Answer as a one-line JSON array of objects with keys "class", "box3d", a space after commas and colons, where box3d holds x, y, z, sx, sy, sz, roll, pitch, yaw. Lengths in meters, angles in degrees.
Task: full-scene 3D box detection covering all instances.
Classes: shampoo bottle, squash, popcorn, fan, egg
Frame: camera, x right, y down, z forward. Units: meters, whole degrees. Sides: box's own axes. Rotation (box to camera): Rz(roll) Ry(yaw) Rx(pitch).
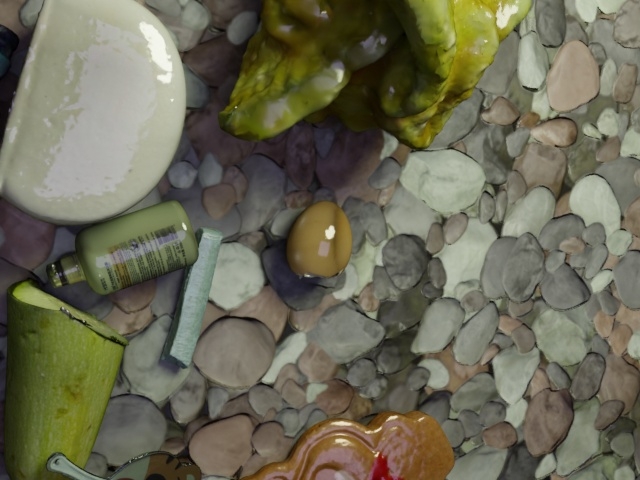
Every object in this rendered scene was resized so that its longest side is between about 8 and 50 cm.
[{"class": "shampoo bottle", "box3d": [-0.222, 0.014, 0.913, 0.162, 0.079, 0.079, -20, 102, -16]}, {"class": "squash", "box3d": [-0.279, 0.193, 0.898, 0.137, 0.137, 0.287, 3, 101, -20]}, {"class": "popcorn", "box3d": [0.066, -0.229, 0.857, 0.290, 0.326, 0.321, 14, 85, -19]}, {"class": "fan", "box3d": [-0.232, 0.284, 0.921, 0.152, 0.008, 0.226, -48, 138, -9]}, {"class": "egg", "box3d": [0.000, 0.000, 0.988, 0.080, 0.080, 0.096, 9, 96, -20]}]

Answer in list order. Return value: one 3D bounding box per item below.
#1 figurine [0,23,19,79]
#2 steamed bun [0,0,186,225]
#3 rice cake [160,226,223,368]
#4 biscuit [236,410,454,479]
[{"class": "figurine", "box3d": [-0.394, -0.061, 0.805, 0.204, 0.185, 0.332, 49, 61, -41]}, {"class": "steamed bun", "box3d": [-0.230, -0.128, 0.857, 0.164, 0.146, 0.241, 15, 90, -17]}, {"class": "rice cake", "box3d": [-0.151, 0.068, 0.971, 0.033, 0.029, 0.170, 14, 92, -26]}, {"class": "biscuit", "box3d": [0.021, 0.332, 1.038, 0.334, 0.047, 0.202, -28, 96, -15]}]
